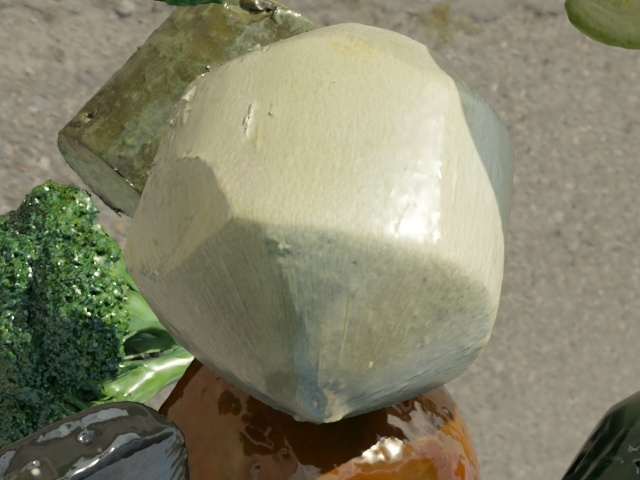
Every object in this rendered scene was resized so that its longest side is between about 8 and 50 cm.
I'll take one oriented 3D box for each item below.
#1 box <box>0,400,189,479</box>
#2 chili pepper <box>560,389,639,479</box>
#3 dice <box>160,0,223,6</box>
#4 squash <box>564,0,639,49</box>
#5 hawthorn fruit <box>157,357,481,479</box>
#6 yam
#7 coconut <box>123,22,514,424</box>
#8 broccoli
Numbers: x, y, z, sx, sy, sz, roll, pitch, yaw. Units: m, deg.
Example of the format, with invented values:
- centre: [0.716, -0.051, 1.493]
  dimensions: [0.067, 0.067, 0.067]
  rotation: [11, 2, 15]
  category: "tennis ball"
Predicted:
- centre: [-0.153, 0.169, 0.610]
  dimensions: [0.212, 0.042, 0.201]
  rotation: [-28, 147, -26]
  category: "box"
- centre: [0.219, 0.211, 0.691]
  dimensions: [0.257, 0.233, 0.248]
  rotation: [-54, 149, -17]
  category: "chili pepper"
- centre: [-0.126, -0.280, 1.102]
  dimensions: [0.128, 0.120, 0.131]
  rotation: [11, 69, -13]
  category: "dice"
- centre: [0.354, -0.276, 1.201]
  dimensions: [0.093, 0.169, 0.252]
  rotation: [56, 48, -16]
  category: "squash"
- centre: [0.005, 0.199, 0.976]
  dimensions: [0.277, 0.298, 0.277]
  rotation: [-12, 113, -31]
  category: "hawthorn fruit"
- centre: [-0.121, -0.152, 1.352]
  dimensions: [0.304, 0.168, 0.168]
  rotation: [-49, 141, -7]
  category: "yam"
- centre: [0.000, 0.000, 0.847]
  dimensions: [0.245, 0.245, 0.247]
  rotation: [61, 35, -47]
  category: "coconut"
- centre: [-0.227, 0.079, 1.182]
  dimensions: [0.241, 0.269, 0.261]
  rotation: [3, 82, -15]
  category: "broccoli"
